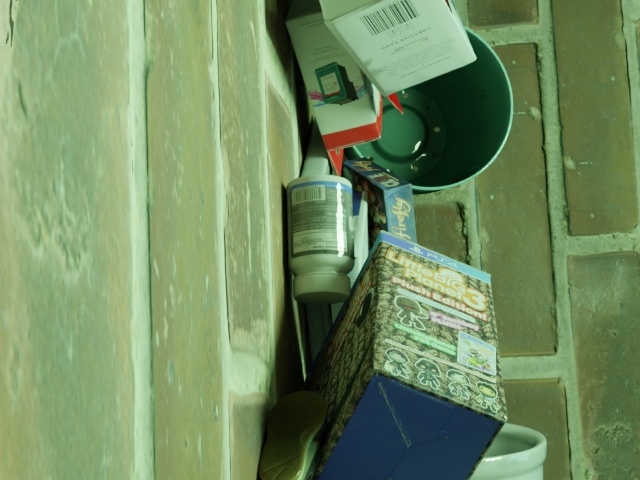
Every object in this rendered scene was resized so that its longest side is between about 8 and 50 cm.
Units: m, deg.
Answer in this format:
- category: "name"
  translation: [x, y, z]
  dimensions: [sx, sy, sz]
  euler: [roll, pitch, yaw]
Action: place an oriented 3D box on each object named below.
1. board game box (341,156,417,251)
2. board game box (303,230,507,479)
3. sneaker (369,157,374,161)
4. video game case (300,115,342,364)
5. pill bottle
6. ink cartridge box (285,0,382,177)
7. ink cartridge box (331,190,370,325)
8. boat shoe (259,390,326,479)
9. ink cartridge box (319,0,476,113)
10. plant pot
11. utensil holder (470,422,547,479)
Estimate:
- category: "board game box"
  translation: [0.087, 0.020, 1.636]
  dimensions: [0.165, 0.042, 0.243]
  euler: [-142, -138, -64]
- category: "board game box"
  translation: [0.078, 0.169, 1.259]
  dimensions: [0.291, 0.141, 0.232]
  euler: [-81, -165, -63]
- category: "sneaker"
  translation: [0.086, -0.069, 2.192]
  dimensions: [0.071, 0.066, 0.188]
  euler: [-55, 141, -78]
- category: "video game case"
  translation: [0.009, 0.022, 1.606]
  dimensions: [0.329, 0.036, 0.300]
  euler: [-79, 165, -62]
- category: "pill bottle"
  translation: [0.000, 0.000, 1.341]
  dimensions: [0.078, 0.078, 0.137]
  euler: [65, 23, -73]
- category: "ink cartridge box"
  translation: [0.027, -0.212, 1.541]
  dimensions: [0.134, 0.078, 0.231]
  euler: [-82, 156, -60]
- category: "ink cartridge box"
  translation: [0.043, 0.077, 1.516]
  dimensions: [0.223, 0.045, 0.224]
  euler: [-78, 164, -67]
- category: "boat shoe"
  translation: [-0.028, 0.201, 1.130]
  dimensions: [0.152, 0.056, 0.049]
  euler: [-62, 154, -60]
- category: "ink cartridge box"
  translation: [0.073, -0.350, 1.425]
  dimensions: [0.272, 0.130, 0.309]
  euler: [40, 32, -62]
- category: "plant pot"
  translation: [0.157, -0.209, 2.023]
  dimensions: [0.235, 0.293, 0.293]
  euler: [135, -47, -78]
- category: "utensil holder"
  translation: [0.231, 0.532, 2.042]
  dimensions: [0.327, 0.328, 0.385]
  euler: [-17, 106, -83]
